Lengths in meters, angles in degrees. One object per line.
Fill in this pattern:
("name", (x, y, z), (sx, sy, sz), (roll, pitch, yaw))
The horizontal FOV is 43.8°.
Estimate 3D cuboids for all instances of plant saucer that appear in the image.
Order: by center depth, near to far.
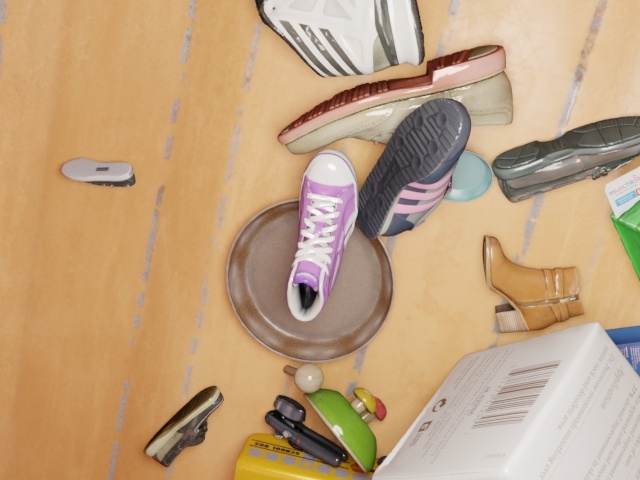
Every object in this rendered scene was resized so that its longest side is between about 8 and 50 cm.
("plant saucer", (0.233, -0.115, 1.352), (0.119, 0.021, 0.119), (7, 137, 7))
("plant saucer", (-0.018, 0.071, 1.454), (0.310, 0.050, 0.311), (2, 105, 8))

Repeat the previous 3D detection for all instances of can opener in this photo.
("can opener", (-0.030, 0.369, 1.502), (0.186, 0.059, 0.073), (33, 126, 31))

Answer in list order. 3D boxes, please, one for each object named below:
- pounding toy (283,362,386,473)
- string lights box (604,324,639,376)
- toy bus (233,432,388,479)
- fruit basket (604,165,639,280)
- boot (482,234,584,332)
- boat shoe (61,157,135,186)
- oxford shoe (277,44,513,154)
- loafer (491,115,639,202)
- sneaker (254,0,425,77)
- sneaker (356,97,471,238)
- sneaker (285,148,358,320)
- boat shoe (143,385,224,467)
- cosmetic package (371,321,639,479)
("pounding toy", (0.050, 0.300, 1.461), (0.110, 0.183, 0.237), (-38, 93, -9))
("string lights box", (0.559, 0.221, 1.380), (0.259, 0.077, 0.133), (-9, 104, 12))
("toy bus", (0.010, 0.463, 1.512), (0.332, 0.130, 0.108), (12, 107, 7))
("fruit basket", (0.660, -0.039, 1.271), (0.353, 0.165, 0.327), (-33, 106, -5))
("boot", (0.366, 0.064, 1.376), (0.152, 0.073, 0.197), (-14, 114, 14))
("boat shoe", (-0.410, -0.120, 1.472), (0.142, 0.049, 0.040), (5, 144, 13))
("oxford shoe", (0.124, -0.193, 1.314), (0.396, 0.140, 0.147), (-15, 111, 16))
("loafer", (0.423, -0.132, 1.312), (0.267, 0.096, 0.084), (-13, 122, 20))
("sneaker", (-0.001, -0.469, 1.240), (0.257, 0.169, 0.448), (-11, 105, 11))
("sneaker", (0.172, -0.117, 1.280), (0.319, 0.131, 0.112), (-52, 51, 52))
("sneaker", (0.001, 0.000, 1.308), (0.102, 0.161, 0.282), (8, 112, 5))
("boat shoe", (-0.256, 0.369, 1.565), (0.073, 0.080, 0.223), (44, 113, -10))
("cosmetic package", (0.369, 0.405, 1.270), (0.394, 0.329, 0.327), (52, 144, -6))
